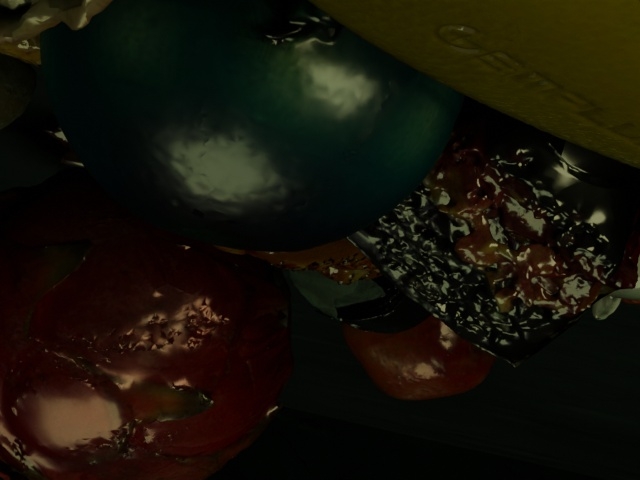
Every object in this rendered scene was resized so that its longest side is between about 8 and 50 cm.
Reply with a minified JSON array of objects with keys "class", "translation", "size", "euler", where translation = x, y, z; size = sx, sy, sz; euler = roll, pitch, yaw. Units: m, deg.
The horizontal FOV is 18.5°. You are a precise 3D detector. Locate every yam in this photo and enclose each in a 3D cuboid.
[{"class":"yam","translation":[-0.257,-0.122,1.385],"size":[0.070,0.069,0.146],"euler":[11,169,26]}]

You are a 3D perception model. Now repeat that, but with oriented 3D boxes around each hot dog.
[{"class":"hot dog","translation":[0.000,0.000,1.425],"size":[0.108,0.059,0.191],"euler":[-1,170,44]}]

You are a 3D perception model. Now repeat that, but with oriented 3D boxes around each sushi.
[{"class":"sushi","translation":[0.110,-0.031,1.101],"size":[0.172,0.153,0.150],"euler":[55,141,4]}]

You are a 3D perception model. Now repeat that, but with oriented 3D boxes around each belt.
[{"class":"belt","translation":[0.039,0.020,1.575],"size":[0.140,0.105,0.058],"euler":[20,174,35]}]

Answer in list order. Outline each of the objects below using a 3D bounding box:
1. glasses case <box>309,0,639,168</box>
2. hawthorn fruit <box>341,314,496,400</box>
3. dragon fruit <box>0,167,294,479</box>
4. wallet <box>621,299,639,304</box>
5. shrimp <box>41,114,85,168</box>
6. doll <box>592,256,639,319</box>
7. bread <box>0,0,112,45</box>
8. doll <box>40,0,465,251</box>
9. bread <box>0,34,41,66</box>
[{"class":"glasses case","translation":[0.110,-0.113,0.705],"size":[0.371,0.141,0.173],"euler":[23,168,-31]},{"class":"hawthorn fruit","translation":[0.092,0.075,1.703],"size":[0.133,0.132,0.138],"euler":[25,164,-40]},{"class":"dragon fruit","translation":[-0.171,0.077,1.674],"size":[0.302,0.295,0.295],"euler":[-11,172,-8]},{"class":"wallet","translation":[0.308,0.046,1.537],"size":[0.197,0.020,0.103],"euler":[11,168,27]},{"class":"shrimp","translation":[-0.060,-0.054,1.460],"size":[0.290,0.054,0.222],"euler":[9,169,-3]},{"class":"doll","translation":[0.308,0.003,1.159],"size":[0.384,0.099,0.188],"euler":[4,164,24]},{"class":"bread","translation":[-0.174,-0.183,0.746],"size":[0.274,0.149,0.274],"euler":[19,166,5]},{"class":"doll","translation":[-0.037,-0.086,0.949],"size":[0.199,0.186,0.322],"euler":[17,172,-8]},{"class":"bread","translation":[-0.227,-0.162,1.094],"size":[0.211,0.083,0.114],"euler":[21,173,-25]}]
